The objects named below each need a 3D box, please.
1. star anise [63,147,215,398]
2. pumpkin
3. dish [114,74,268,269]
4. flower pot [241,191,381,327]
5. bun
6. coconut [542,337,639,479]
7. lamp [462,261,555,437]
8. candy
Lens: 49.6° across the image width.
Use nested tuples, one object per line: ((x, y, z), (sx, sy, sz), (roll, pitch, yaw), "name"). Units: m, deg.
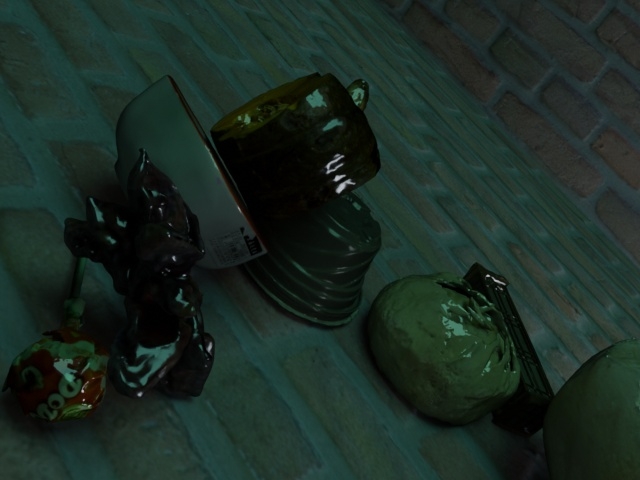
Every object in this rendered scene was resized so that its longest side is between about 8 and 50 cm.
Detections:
((-0.164, 0.046, 0.683), (0.283, 0.129, 0.212), (99, -33, -73), "star anise")
((-0.022, -0.137, 0.911), (0.139, 0.222, 0.317), (65, -4, -14), "pumpkin")
((-0.175, -0.068, 0.874), (0.256, 0.117, 0.256), (61, -2, 5), "dish")
((0.000, 0.000, 1.030), (0.235, 0.140, 0.235), (32, 27, -19), "flower pot")
((0.197, 0.145, 1.053), (0.259, 0.152, 0.259), (29, 32, -20), "bun")
((0.506, 0.328, 0.920), (0.415, 0.415, 0.344), (-95, 171, -54), "coconut")
((0.318, 0.181, 1.216), (0.089, 0.090, 0.325), (27, 30, -24), "lamp")
((-0.253, 0.066, 0.699), (0.084, 0.078, 0.288), (20, 27, -24), "candy")
